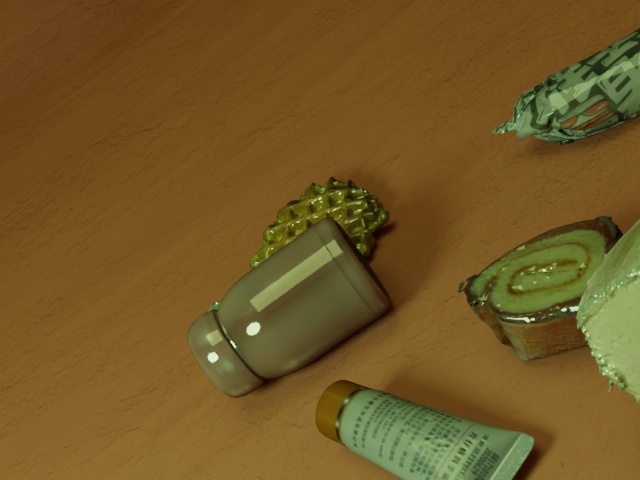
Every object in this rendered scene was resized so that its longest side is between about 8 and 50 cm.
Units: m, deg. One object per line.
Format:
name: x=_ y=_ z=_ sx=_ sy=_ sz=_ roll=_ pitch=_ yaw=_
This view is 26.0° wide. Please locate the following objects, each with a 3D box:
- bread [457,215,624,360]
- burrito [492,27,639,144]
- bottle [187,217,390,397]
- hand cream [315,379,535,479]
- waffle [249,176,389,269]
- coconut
bread: x=0.317 y=0.068 z=1.864 sx=0.244 sy=0.123 sz=0.190 roll=-15 pitch=38 yaw=28
burrito: x=0.471 y=-0.253 z=2.128 sx=0.445 sy=0.101 sz=0.139 roll=-28 pitch=40 yaw=9
bottle: x=-0.059 y=0.107 z=2.115 sx=0.297 sy=0.173 sz=0.206 roll=-37 pitch=29 yaw=5
hand cream: x=0.131 y=0.262 z=1.834 sx=0.314 sy=0.089 sz=0.139 roll=20 pitch=64 yaw=46
waffle: x=0.000 y=0.000 z=2.295 sx=0.243 sy=0.059 sz=0.238 roll=-49 pitch=39 yaw=-13
coconut: x=0.467 y=0.076 z=1.578 sx=0.297 sy=0.297 sz=0.254 roll=-3 pitch=28 yaw=40
